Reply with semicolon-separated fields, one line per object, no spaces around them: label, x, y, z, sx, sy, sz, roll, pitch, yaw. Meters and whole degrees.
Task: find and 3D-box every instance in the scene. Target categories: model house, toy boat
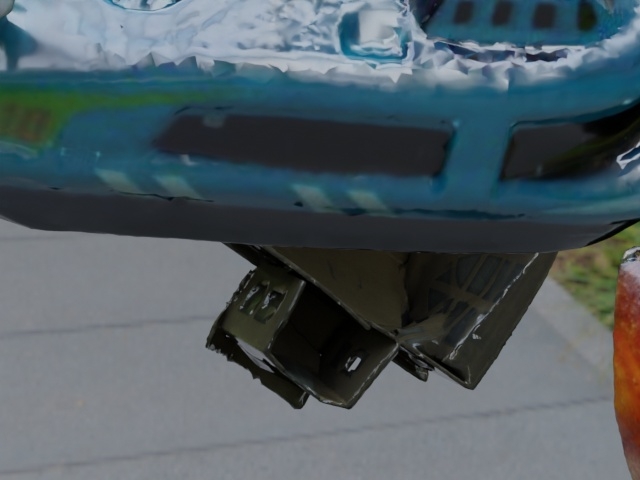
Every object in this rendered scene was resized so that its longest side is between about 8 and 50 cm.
model house;0.000;0.000;0.913;0.211;0.204;0.243;37;-6;-19
toy boat;0.008;-0.075;0.426;0.299;0.134;0.092;1;-20;-9

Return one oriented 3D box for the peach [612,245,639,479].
peach;0.282;0.113;0.841;0.189;0.279;0.068;-38;-6;-7
